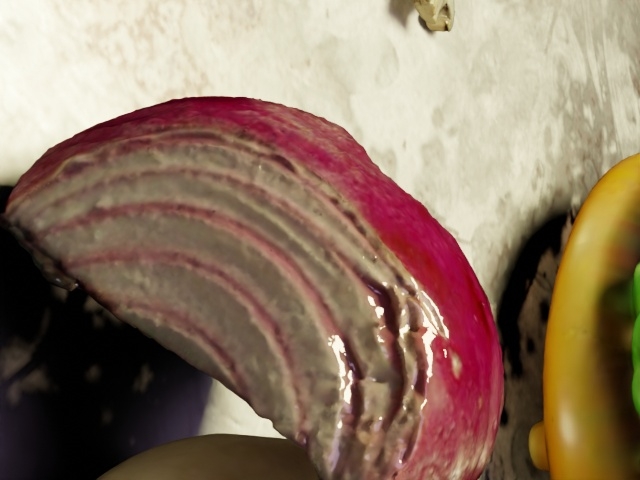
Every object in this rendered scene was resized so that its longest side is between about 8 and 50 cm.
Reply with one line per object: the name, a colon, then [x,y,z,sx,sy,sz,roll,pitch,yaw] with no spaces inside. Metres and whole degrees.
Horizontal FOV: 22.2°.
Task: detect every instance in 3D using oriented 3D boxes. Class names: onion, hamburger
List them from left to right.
onion: [0.000,0.000,0.766,0.111,0.250,0.247,-61,164,16]
hamburger: [0.317,0.102,1.197,0.396,0.277,0.395,8,80,-57]

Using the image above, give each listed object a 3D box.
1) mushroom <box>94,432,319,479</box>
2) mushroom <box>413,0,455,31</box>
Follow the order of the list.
mushroom: [0.008,0.228,0.707,0.292,0.290,0.292,14,72,-48]
mushroom: [0.075,-0.172,1.093,0.101,0.019,0.049,63,34,-63]
